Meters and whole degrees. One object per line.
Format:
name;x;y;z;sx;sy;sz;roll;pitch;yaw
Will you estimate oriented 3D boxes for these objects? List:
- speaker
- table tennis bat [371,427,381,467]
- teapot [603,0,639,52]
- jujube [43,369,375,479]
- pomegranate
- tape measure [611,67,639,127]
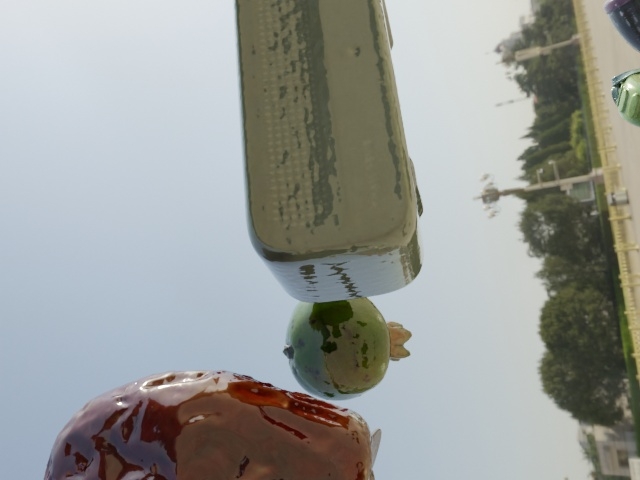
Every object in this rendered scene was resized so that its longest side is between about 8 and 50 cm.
speaker;0.005;-0.148;0.580;0.184;0.183;0.406;56;-154;-72
table tennis bat;0.088;0.479;1.113;0.246;0.022;0.138;21;-95;-69
teapot;0.501;-0.324;0.745;0.146;0.148;0.116;61;175;-6
jujube;-0.096;0.212;0.469;0.197;0.290;0.197;-3;-90;-83
pomegranate;0.070;0.211;1.081;0.301;0.236;0.236;4;-103;-29
tape measure;0.535;-0.215;0.785;0.154;0.177;0.087;-54;-34;-48
